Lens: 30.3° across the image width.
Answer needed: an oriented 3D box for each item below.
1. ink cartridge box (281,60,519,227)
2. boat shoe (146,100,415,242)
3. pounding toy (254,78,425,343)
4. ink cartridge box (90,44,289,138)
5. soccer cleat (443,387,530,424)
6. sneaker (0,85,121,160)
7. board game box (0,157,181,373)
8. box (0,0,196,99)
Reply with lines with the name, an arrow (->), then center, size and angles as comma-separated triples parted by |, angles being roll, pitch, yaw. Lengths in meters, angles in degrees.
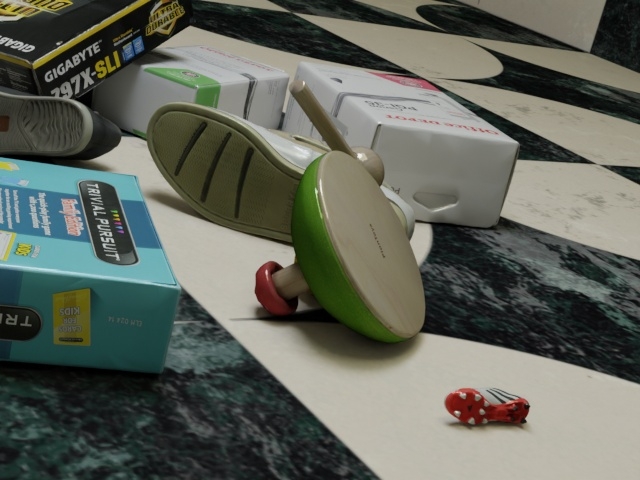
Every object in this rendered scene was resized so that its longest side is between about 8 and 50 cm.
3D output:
ink cartridge box -> 0.097, -0.129, 1.531 | 0.207, 0.117, 0.283 | 5, 20, -25
boat shoe -> -0.042, -0.061, 1.270 | 0.302, 0.113, 0.103 | 28, 20, 8
pounding toy -> 0.000, 0.000, 1.091 | 0.183, 0.110, 0.237 | 36, 35, -50
ink cartridge box -> -0.167, -0.192, 1.558 | 0.160, 0.093, 0.219 | 22, 20, 26
soccer cleat -> 0.131, 0.132, 0.958 | 0.083, 0.029, 0.035 | 8, 11, -27
sneaker -> -0.336, -0.122, 1.298 | 0.222, 0.083, 0.118 | 11, -1, 12
board game box -> -0.300, 0.002, 0.935 | 0.336, 0.079, 0.254 | 8, 20, -19
box -> -0.359, -0.283, 1.503 | 0.322, 0.079, 0.257 | 21, 45, 36
